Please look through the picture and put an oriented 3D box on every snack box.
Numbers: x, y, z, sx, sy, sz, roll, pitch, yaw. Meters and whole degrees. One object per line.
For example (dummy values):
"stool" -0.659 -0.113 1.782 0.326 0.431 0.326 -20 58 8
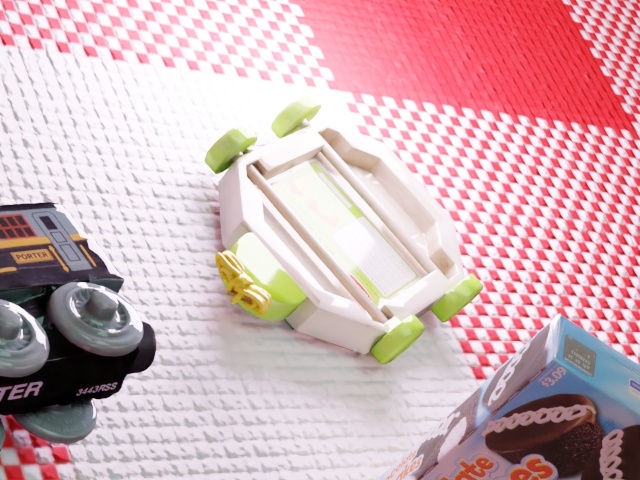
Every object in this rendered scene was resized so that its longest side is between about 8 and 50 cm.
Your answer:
"snack box" 0.165 0.211 1.468 0.187 0.322 0.060 32 39 -13

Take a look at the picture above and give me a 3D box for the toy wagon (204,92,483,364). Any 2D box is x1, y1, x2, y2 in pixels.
"toy wagon" 0.000 0.000 1.745 0.267 0.068 0.344 49 37 9

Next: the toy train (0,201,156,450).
"toy train" -0.284 0.066 1.372 0.334 0.142 0.190 -7 47 -44
